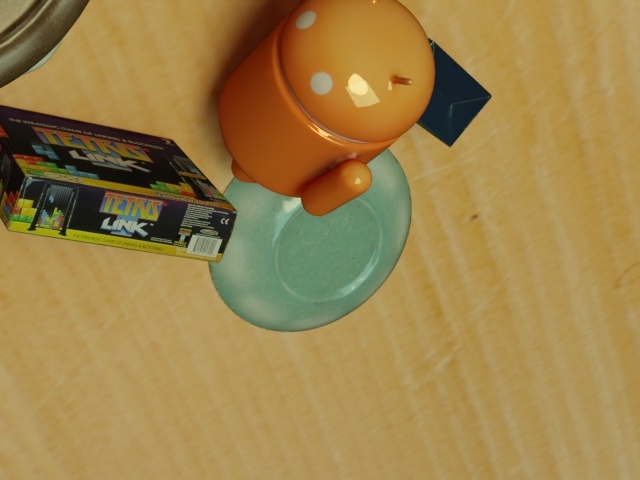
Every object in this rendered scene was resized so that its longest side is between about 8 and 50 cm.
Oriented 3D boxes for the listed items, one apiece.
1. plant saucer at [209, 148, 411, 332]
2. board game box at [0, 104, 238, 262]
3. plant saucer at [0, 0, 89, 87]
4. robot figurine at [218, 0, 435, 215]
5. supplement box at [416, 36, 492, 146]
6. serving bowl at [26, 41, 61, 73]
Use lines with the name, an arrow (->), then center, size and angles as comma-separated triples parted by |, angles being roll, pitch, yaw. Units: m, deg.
plant saucer -> 0.000, 0.000, 1.403 | 0.195, 0.037, 0.195 | -12, 120, -22
board game box -> -0.166, -0.044, 1.225 | 0.170, 0.141, 0.048 | 9, 112, -32
plant saucer -> -0.277, -0.230, 1.105 | 0.311, 0.050, 0.310 | -10, 113, -24
robot figurine -> 0.003, -0.114, 1.249 | 0.128, 0.219, 0.158 | 39, 56, -10
supplement box -> 0.079, -0.133, 1.346 | 0.083, 0.083, 0.056 | 38, 93, -37
serving bowl -> -0.224, -0.157, 1.206 | 0.083, 0.027, 0.083 | -12, 119, -23
